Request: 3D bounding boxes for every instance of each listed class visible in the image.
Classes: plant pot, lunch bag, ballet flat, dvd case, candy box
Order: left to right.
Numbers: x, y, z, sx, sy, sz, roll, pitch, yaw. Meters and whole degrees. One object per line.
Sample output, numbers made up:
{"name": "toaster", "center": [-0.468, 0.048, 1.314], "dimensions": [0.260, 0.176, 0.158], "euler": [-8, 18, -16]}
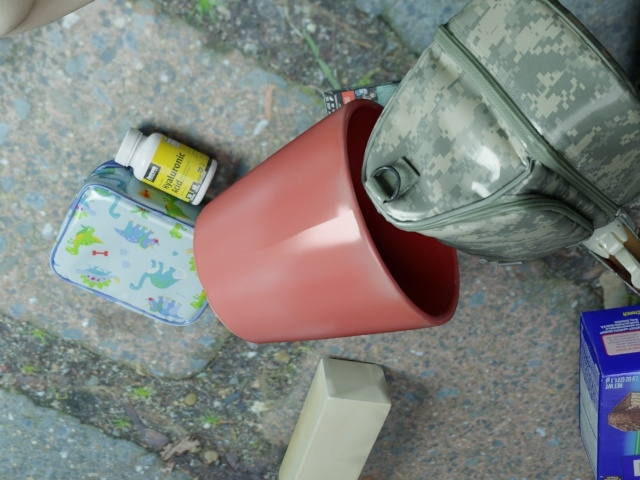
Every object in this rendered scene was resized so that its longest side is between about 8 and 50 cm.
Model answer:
{"name": "lunch bag", "center": [-0.234, 0.010, 0.983], "dimensions": [0.219, 0.090, 0.176], "euler": [25, 118, -15]}
{"name": "plant pot", "center": [0.000, 0.000, 0.889], "dimensions": [0.243, 0.275, 0.275], "euler": [-20, 121, 28]}
{"name": "dvd case", "center": [0.069, -0.153, 0.926], "dimensions": [0.119, 0.013, 0.087], "euler": [-8, 122, 6]}
{"name": "lunch bag", "center": [0.206, -0.094, 0.795], "dimensions": [0.256, 0.212, 0.305], "euler": [-41, 152, 21]}
{"name": "ballet flat", "center": [0.398, 0.009, 0.991], "dimensions": [0.221, 0.079, 0.077], "euler": [37, 116, -20]}
{"name": "candy box", "center": [0.522, 0.227, 1.066], "dimensions": [0.268, 0.122, 0.317], "euler": [-9, 133, 11]}

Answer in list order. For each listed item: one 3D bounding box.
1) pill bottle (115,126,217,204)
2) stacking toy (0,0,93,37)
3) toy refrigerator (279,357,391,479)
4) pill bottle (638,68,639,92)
{"name": "pill bottle", "center": [-0.194, -0.096, 0.931], "dimensions": [0.116, 0.065, 0.065], "euler": [25, 119, -14]}
{"name": "stacking toy", "center": [-0.324, -0.451, 0.622], "dimensions": [0.350, 0.350, 0.480], "euler": [-34, 97, 19]}
{"name": "toy refrigerator", "center": [0.016, 0.315, 1.178], "dimensions": [0.102, 0.094, 0.269], "euler": [9, 123, -14]}
{"name": "pill bottle", "center": [0.418, -0.238, 0.812], "dimensions": [0.119, 0.119, 0.208], "euler": [-7, 122, 4]}
